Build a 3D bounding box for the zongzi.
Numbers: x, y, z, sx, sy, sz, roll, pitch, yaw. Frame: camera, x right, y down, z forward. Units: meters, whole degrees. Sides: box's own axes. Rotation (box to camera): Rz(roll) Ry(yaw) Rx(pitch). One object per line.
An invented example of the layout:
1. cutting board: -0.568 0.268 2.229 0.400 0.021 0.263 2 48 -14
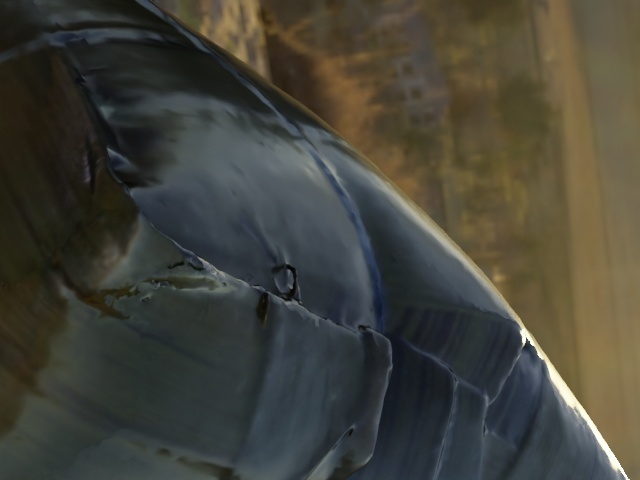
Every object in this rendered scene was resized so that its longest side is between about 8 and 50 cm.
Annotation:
1. zongzi: -0.039 -0.007 0.512 0.289 0.123 0.260 17 26 -48
